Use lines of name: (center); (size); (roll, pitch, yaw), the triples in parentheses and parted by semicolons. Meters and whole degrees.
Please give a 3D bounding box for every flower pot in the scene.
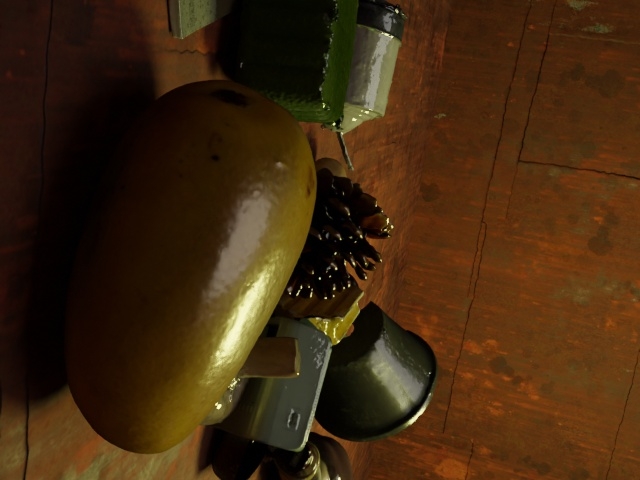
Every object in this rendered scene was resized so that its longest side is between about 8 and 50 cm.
flower pot: (0.104, 0.324, 1.843); (0.251, 0.379, 0.379); (64, 37, -39)

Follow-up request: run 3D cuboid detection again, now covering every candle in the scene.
candle: (0.053, -0.311, 1.363); (0.187, 0.187, 0.330); (-8, 110, -74)

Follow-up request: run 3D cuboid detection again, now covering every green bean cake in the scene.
green bean cake: (-0.031, -0.316, 1.086); (0.250, 0.156, 0.247); (-25, 124, -82)

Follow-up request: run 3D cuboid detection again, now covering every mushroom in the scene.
mushroom: (-0.130, 0.170, 1.013); (0.207, 0.215, 0.208); (2, 90, -76)

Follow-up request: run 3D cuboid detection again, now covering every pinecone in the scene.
pinecone: (-0.007, -0.005, 1.305); (0.264, 0.264, 0.264); (12, 90, -75)

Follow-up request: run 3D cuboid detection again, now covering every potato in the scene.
potato: (0.013, -0.114, 1.537); (0.112, 0.112, 0.147); (68, 30, -65)

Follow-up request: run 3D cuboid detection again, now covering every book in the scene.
book: (-0.147, -0.360, 0.909); (0.199, 0.016, 0.139); (-57, 155, -54)

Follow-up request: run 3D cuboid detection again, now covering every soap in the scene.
soap: (-0.013, 0.161, 1.543); (0.257, 0.160, 0.080); (-41, 142, -65)

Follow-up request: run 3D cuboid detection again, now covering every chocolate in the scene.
chocolate: (-0.165, 0.412, 1.341); (0.125, 0.080, 0.149); (-54, 161, -32)

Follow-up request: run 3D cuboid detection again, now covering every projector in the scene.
projector: (-0.093, 0.239, 1.177); (0.250, 0.108, 0.198); (-15, -124, 61)

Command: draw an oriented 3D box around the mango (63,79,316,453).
mango: (-0.154, 0.032, 0.801); (0.300, 0.232, 0.446); (24, 86, -79)

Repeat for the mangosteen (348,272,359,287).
mangosteen: (0.030, 0.123, 1.773); (0.151, 0.137, 0.137); (61, 29, -13)

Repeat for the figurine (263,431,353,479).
figurine: (-0.043, 0.578, 1.683); (0.365, 0.218, 0.206); (44, 60, -65)

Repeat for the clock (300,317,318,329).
clock: (-0.094, 0.252, 1.378); (0.210, 0.066, 0.159); (-14, 123, -30)
